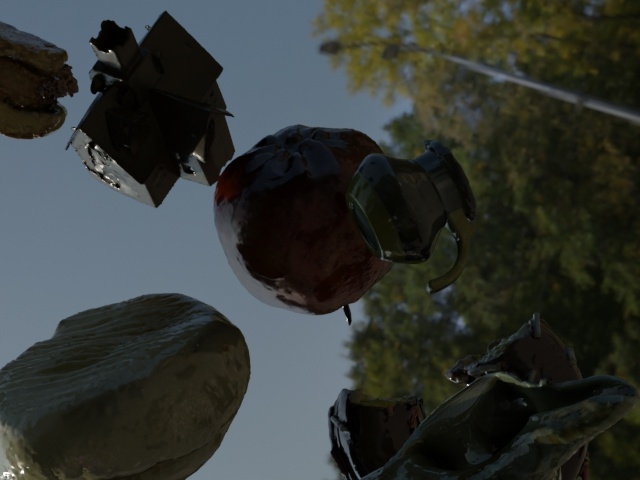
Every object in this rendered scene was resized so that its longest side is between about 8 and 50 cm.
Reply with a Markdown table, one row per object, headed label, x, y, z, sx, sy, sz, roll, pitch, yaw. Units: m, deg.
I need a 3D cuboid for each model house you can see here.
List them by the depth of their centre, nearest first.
| label | x | y | z | sx | sy | sz | roll | pitch | yaw |
| --- | --- | --- | --- | --- | --- | --- | --- | --- | --- |
| model house | -0.223 | -0.189 | 1.552 | 0.211 | 0.204 | 0.243 | -60 | -22 | -22 |

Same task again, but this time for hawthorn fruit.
| label | x | y | z | sx | sy | sz | roll | pitch | yaw |
| --- | --- | --- | --- | --- | --- | --- | --- | --- | --- |
| hawthorn fruit | 0.000 | 0.000 | 1.541 | 0.254 | 0.254 | 0.300 | -49 | -51 | -42 |

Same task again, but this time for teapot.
| label | x | y | z | sx | sy | sz | roll | pitch | yaw |
| --- | --- | --- | --- | --- | --- | --- | --- | --- | --- |
| teapot | 0.106 | -0.028 | 1.265 | 0.119 | 0.166 | 0.130 | -28 | -13 | -8 |

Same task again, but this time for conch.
| label | x | y | z | sx | sy | sz | roll | pitch | yaw |
| --- | --- | --- | --- | --- | --- | --- | --- | --- | --- |
| conch | 0.152 | 0.230 | 1.084 | 0.169 | 0.386 | 0.203 | 33 | -146 | -38 |

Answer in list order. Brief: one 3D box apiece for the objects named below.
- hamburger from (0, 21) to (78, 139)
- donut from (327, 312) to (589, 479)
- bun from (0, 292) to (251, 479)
| label | x | y | z | sx | sy | sz | roll | pitch | yaw |
| --- | --- | --- | --- | --- | --- | --- | --- | --- | --- |
| hamburger | -0.489 | -0.257 | 1.749 | 0.245 | 0.282 | 0.155 | 10 | -71 | -34 |
| donut | 0.194 | 0.265 | 1.502 | 0.136 | 0.345 | 0.259 | 92 | 158 | -78 |
| bun | -0.253 | 0.220 | 1.470 | 0.365 | 0.365 | 0.219 | -42 | -64 | -49 |
